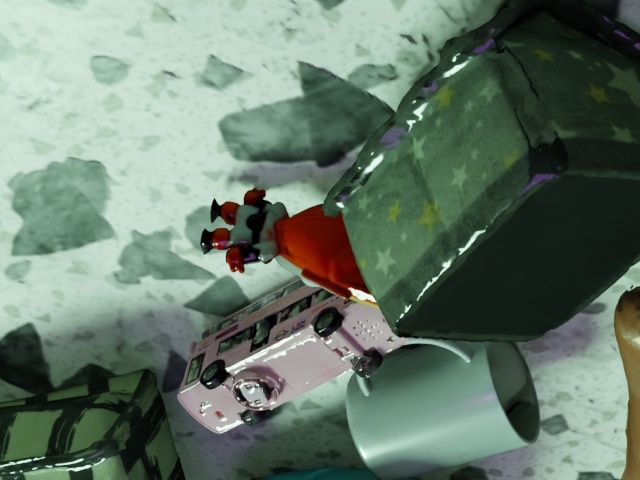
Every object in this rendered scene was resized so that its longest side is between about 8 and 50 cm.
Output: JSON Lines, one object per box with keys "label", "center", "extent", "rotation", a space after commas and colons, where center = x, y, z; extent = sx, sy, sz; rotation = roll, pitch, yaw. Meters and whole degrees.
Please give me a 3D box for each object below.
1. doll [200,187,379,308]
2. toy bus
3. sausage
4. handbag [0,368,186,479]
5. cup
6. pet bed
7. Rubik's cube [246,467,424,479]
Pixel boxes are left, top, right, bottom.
{"label": "doll", "center": [0.000, 0.000, 1.128], "extent": [0.169, 0.109, 0.057], "rotation": [13, 138, 2]}
{"label": "toy bus", "center": [-0.019, 0.078, 1.209], "extent": [0.203, 0.090, 0.063], "rotation": [-28, 121, 28]}
{"label": "sausage", "center": [0.280, 0.151, 1.267], "extent": [0.087, 0.079, 0.327], "rotation": [-11, 135, 1]}
{"label": "handbag", "center": [-0.254, 0.290, 1.345], "extent": [0.327, 0.162, 0.325], "rotation": [-8, 112, 17]}
{"label": "cup", "center": [0.091, 0.115, 1.242], "extent": [0.133, 0.099, 0.136], "rotation": [-20, 104, 24]}
{"label": "pet bed", "center": [0.120, -0.049, 1.037], "extent": [0.183, 0.159, 0.211], "rotation": [2, 144, -36]}
{"label": "Rubik's cube", "center": [0.033, 0.254, 1.361], "extent": [0.254, 0.254, 0.254], "rotation": [2, 135, 2]}
